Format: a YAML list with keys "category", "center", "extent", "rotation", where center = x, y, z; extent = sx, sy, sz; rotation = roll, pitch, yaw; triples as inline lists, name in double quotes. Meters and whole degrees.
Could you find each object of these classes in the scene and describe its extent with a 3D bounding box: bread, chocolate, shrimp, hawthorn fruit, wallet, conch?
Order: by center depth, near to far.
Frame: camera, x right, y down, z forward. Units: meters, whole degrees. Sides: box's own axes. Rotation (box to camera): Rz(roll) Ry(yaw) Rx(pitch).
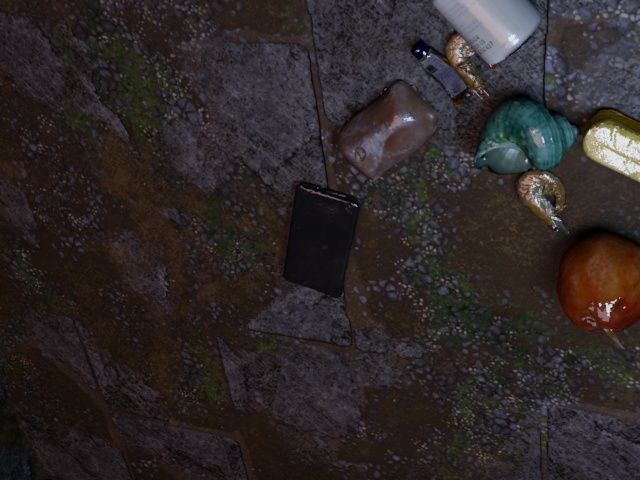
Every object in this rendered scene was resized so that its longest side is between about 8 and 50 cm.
- category: "bread"
  center: [0.649, -0.180, 1.844]
  extent: [0.245, 0.094, 0.102]
  rotation: [26, 123, 6]
- category: "shrimp"
  center: [0.330, -0.370, 1.900]
  extent: [0.095, 0.045, 0.162]
  rotation: [-36, 100, 19]
- category: "conch"
  center: [0.436, -0.215, 1.901]
  extent: [0.202, 0.134, 0.196]
  rotation: [15, 162, 12]
- category: "hawthorn fruit"
  center: [0.622, 0.114, 1.965]
  extent: [0.211, 0.262, 0.210]
  rotation: [4, 137, 4]
- category: "shrimp"
  center: [0.510, -0.086, 2.028]
  extent: [0.099, 0.041, 0.180]
  rotation: [-31, 106, 24]
- category: "chocolate"
  center: [0.143, -0.236, 2.060]
  extent: [0.161, 0.083, 0.261]
  rotation: [41, 132, -10]
- category: "wallet"
  center: [0.000, 0.000, 2.344]
  extent: [0.170, 0.044, 0.321]
  rotation: [19, 128, 12]

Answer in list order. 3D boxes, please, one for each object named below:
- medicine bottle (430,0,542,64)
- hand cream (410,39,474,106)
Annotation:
- category: "medicine bottle"
  center: [0.295, -0.477, 1.755]
  extent: [0.258, 0.143, 0.143]
  rotation: [44, 132, -11]
- category: "hand cream"
  center: [0.259, -0.360, 1.941]
  extent: [0.163, 0.039, 0.062]
  rotation: [43, 130, -17]
